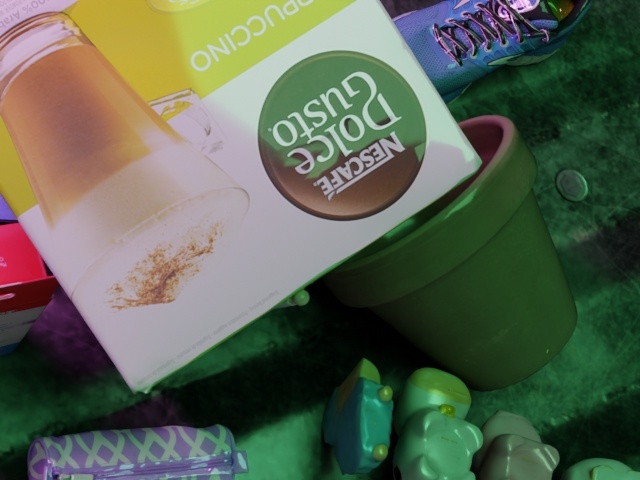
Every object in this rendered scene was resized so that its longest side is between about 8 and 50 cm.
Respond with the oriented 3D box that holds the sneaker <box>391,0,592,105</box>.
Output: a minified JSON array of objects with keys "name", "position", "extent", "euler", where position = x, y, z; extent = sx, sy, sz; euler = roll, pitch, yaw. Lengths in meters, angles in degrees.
[{"name":"sneaker","position":[0.195,-0.260,1.750],"extent":[0.330,0.147,0.129],"euler":[-27,82,-30]}]

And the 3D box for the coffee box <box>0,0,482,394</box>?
[{"name":"coffee box","position":[-0.109,-0.103,1.300],"extent":[0.338,0.338,0.334],"euler":[-33,94,-6]}]

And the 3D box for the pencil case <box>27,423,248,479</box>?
[{"name":"pencil case","position":[-0.181,0.221,1.411],"extent":[0.206,0.088,0.086],"euler":[-3,72,-26]}]

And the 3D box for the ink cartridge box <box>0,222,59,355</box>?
[{"name":"ink cartridge box","position":[-0.329,0.050,1.330],"extent":[0.134,0.231,0.078],"euler":[-11,74,-28]}]

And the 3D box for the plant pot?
[{"name":"plant pot","position":[0.155,0.031,1.576],"extent":[0.229,0.263,0.263],"euler":[53,56,-19]}]

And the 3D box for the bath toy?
[{"name":"bath toy","position":[0.179,0.235,1.547],"extent":[0.348,0.129,0.151],"euler":[22,61,-13]}]

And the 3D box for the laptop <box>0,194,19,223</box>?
[{"name":"laptop","position":[-0.402,-0.238,1.425],"extent":[0.236,0.408,0.382],"euler":[-9,69,8]}]

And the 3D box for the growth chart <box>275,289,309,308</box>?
[{"name":"growth chart","position":[0.000,0.000,1.536],"extent":[0.237,0.172,0.021],"euler":[-46,109,-26]}]
